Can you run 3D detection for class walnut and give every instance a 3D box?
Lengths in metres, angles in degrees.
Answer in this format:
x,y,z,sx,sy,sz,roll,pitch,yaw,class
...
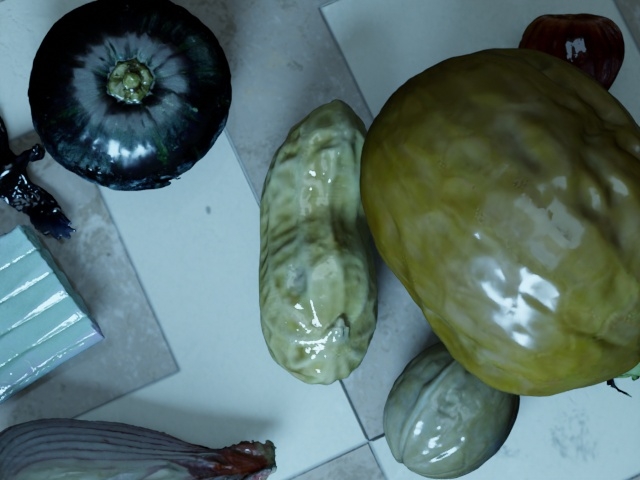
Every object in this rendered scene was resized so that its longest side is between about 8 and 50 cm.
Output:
x,y,z,sx,sy,sz,roll,pitch,yaw,class
0.217,-0.027,1.493,0.308,0.354,0.398,-39,67,15,walnut
0.146,0.190,1.565,0.140,0.140,0.162,32,91,3,walnut

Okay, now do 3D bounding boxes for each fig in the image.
x,y,z,sx,sy,sz,roll,pitch,yaw,class
0.287,-0.204,1.636,0.128,0.128,0.150,25,79,2,fig

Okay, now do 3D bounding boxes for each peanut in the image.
x,y,z,sx,sy,sz,roll,pitch,yaw,class
0.000,0.000,1.582,0.140,0.153,0.325,4,88,-6,peanut

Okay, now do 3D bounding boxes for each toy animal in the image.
x,y,z,sx,sy,sz,roll,pitch,yaw,class
-0.371,-0.079,1.636,0.108,0.062,0.220,-35,83,-26,toy animal

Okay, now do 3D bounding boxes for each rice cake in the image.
x,y,z,sx,sy,sz,roll,pitch,yaw,class
-0.375,0.095,1.600,0.198,0.037,0.189,-39,83,3,rice cake

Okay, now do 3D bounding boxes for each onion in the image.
x,y,z,sx,sy,sz,roll,pitch,yaw,class
-0.208,0.318,1.519,0.348,0.267,0.159,-2,125,-26,onion

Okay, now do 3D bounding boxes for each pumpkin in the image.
x,y,z,sx,sy,sz,roll,pitch,yaw,class
-0.216,-0.171,1.596,0.233,0.163,0.233,0,83,-2,pumpkin

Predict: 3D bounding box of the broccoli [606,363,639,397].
x,y,z,sx,sy,sz,roll,pitch,yaw,class
0.465,0.134,1.599,0.180,0.273,0.242,20,65,-44,broccoli
